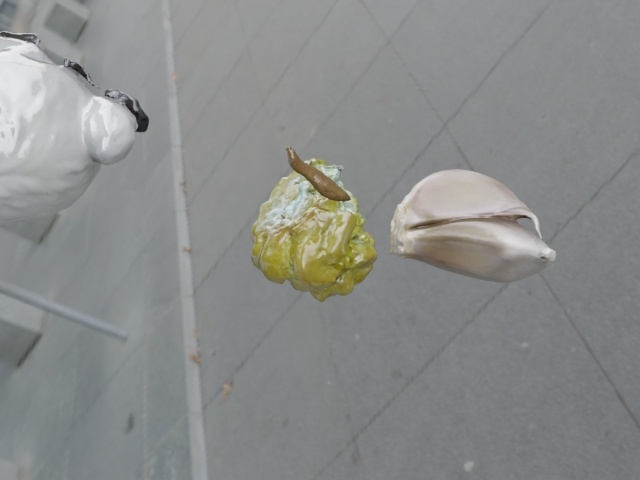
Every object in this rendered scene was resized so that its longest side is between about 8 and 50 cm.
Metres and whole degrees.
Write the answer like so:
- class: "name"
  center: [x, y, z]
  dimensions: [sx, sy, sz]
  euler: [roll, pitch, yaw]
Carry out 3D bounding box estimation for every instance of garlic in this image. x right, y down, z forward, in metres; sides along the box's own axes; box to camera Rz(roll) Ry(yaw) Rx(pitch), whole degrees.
- class: "garlic"
  center: [0.338, -0.036, 1.642]
  dimensions: [0.340, 0.246, 0.231]
  euler: [5, 79, 34]

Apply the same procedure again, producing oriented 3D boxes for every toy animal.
- class: "toy animal"
  center: [-0.387, -0.062, 0.848]
  dimensions: [0.258, 0.193, 0.357]
  euler: [2, 40, 38]

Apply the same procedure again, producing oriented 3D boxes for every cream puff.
- class: "cream puff"
  center: [-0.005, 0.003, 1.208]
  dimensions: [0.194, 0.195, 0.221]
  euler: [-49, 25, 23]

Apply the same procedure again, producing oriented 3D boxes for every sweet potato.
- class: "sweet potato"
  center: [-0.007, -0.081, 1.030]
  dimensions: [0.026, 0.115, 0.026]
  euler: [-40, 29, 28]
